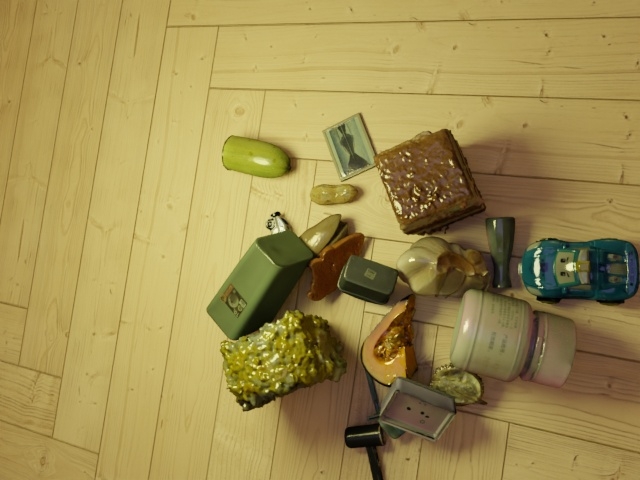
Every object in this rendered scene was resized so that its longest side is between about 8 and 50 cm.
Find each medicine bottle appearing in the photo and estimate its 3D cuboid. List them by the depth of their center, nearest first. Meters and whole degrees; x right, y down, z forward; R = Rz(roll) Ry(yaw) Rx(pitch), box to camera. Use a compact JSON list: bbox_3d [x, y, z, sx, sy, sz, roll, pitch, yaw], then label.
[{"bbox_3d":[0.541,0.282,1.505,0.301,0.241,0.241,13,90,12],"label":"medicine bottle"},{"bbox_3d":[0.285,0.536,1.671,0.208,0.054,0.090,-41,91,6],"label":"medicine bottle"}]

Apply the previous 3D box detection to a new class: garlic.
[{"bbox_3d":[0.364,0.085,1.625,0.280,0.203,0.185,1,53,-17],"label":"garlic"}]

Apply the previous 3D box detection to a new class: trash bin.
[{"bbox_3d":[0.149,0.127,1.664,0.176,0.236,0.101,21,77,4],"label":"trash bin"},{"bbox_3d":[-0.200,0.139,1.744,0.158,0.223,0.343,45,122,19],"label":"trash bin"}]

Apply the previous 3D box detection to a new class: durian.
[{"bbox_3d":[0.429,0.441,1.616,0.188,0.091,0.148,33,107,9],"label":"durian"}]

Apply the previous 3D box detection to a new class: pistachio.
[{"bbox_3d":[0.000,0.000,1.796,0.226,0.136,0.136,-42,73,10],"label":"pistachio"}]

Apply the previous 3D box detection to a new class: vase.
[{"bbox_3d":[0.551,0.037,1.612,0.086,0.086,0.214,-2,90,20],"label":"vase"}]

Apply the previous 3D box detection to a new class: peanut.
[{"bbox_3d":[0.043,-0.160,1.812,0.174,0.080,0.080,-3,84,21],"label":"peanut"}]

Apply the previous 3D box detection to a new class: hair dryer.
[{"bbox_3d":[0.159,0.724,1.708,0.128,0.070,0.256,-11,86,20],"label":"hair dryer"}]

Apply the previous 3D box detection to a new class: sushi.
[{"bbox_3d":[-0.106,0.371,1.661,0.351,0.396,0.240,-23,75,11],"label":"sushi"}]

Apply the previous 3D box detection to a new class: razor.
[{"bbox_3d":[0.169,0.480,1.742,0.084,0.036,0.211,-13,74,-5],"label":"razor"}]

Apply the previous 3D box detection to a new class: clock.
[{"bbox_3d":[0.290,0.506,1.580,0.193,0.073,0.145,21,121,-1],"label":"clock"}]

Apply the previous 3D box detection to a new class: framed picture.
[{"bbox_3d":[0.103,-0.324,1.838,0.150,0.015,0.203,-22,78,18],"label":"framed picture"}]

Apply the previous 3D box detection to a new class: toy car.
[{"bbox_3d":[0.729,0.084,1.498,0.314,0.166,0.198,1,82,21],"label":"toy car"},{"bbox_3d":[-0.142,-0.019,1.869,0.070,0.080,0.171,-16,79,17],"label":"toy car"}]

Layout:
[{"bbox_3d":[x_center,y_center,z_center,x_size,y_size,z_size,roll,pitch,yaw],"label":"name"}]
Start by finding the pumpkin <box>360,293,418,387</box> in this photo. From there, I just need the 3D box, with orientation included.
[{"bbox_3d":[0.254,0.329,1.663,0.190,0.139,0.280,44,103,20],"label":"pumpkin"}]

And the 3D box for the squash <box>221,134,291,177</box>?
[{"bbox_3d":[-0.218,-0.294,1.892,0.247,0.132,0.133,13,90,20],"label":"squash"}]

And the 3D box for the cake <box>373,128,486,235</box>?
[{"bbox_3d":[0.333,-0.176,1.601,0.255,0.290,0.282,-23,75,16],"label":"cake"}]

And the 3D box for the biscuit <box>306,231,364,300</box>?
[{"bbox_3d":[0.048,0.083,1.755,0.280,0.183,0.043,-55,39,-4],"label":"biscuit"}]
